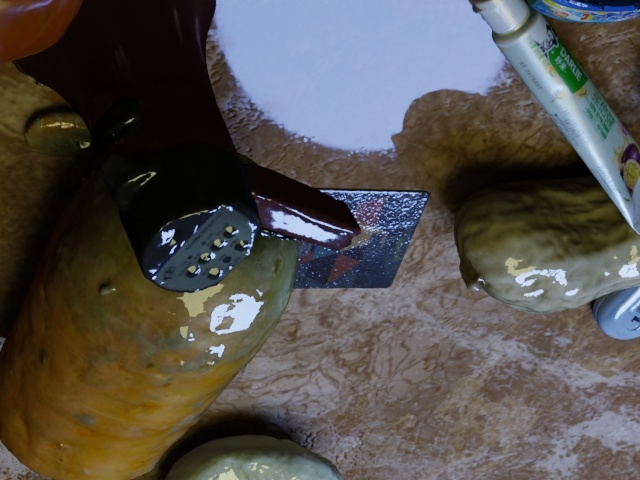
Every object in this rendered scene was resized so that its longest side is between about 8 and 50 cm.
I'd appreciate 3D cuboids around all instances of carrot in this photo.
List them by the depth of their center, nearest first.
[{"bbox_3d":[-0.164,0.067,1.567,0.224,0.224,0.341,7,134,-29],"label":"carrot"}]

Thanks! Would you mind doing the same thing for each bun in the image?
[{"bbox_3d":[-0.078,0.316,1.923,0.229,0.145,0.229,0,106,1],"label":"bun"}]

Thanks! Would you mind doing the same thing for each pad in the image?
[{"bbox_3d":[0.000,0.000,1.732,0.211,0.003,0.143,0,133,-24],"label":"pad"}]

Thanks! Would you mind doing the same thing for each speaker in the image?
[{"bbox_3d":[-0.119,-0.079,1.378,0.198,0.329,0.259,-28,144,4],"label":"speaker"}]

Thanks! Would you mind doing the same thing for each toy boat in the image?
[{"bbox_3d":[0.278,-0.252,1.538,0.175,0.091,0.110,1,149,-31],"label":"toy boat"}]

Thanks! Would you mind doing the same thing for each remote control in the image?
[{"bbox_3d":[0.408,0.024,1.909,0.087,0.047,0.244,23,119,-36],"label":"remote control"}]

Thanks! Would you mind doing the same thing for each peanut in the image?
[{"bbox_3d":[0.264,0.001,1.758,0.291,0.143,0.159,-9,166,-23],"label":"peanut"}]

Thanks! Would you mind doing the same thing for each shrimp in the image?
[{"bbox_3d":[-0.217,-0.095,1.527,0.108,0.023,0.059,3,141,-27],"label":"shrimp"}]

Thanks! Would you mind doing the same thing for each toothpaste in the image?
[{"bbox_3d":[0.244,-0.133,1.626,0.058,0.056,0.314,-39,122,8],"label":"toothpaste"}]

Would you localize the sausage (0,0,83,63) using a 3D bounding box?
[{"bbox_3d":[-0.301,-0.198,1.254,0.268,0.153,0.141,-7,-177,20],"label":"sausage"}]
